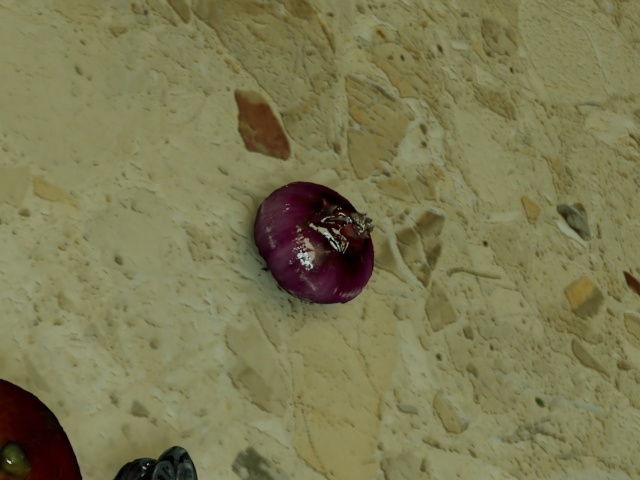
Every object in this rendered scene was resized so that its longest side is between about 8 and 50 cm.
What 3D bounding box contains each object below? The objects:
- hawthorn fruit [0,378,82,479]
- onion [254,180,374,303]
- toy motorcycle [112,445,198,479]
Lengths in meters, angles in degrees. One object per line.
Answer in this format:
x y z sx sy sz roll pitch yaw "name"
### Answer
-0.227 0.159 0.671 0.169 0.188 0.169 13 55 -20 "hawthorn fruit"
0.000 0.000 0.918 0.115 0.104 0.115 27 52 -39 "onion"
-0.092 0.276 0.737 0.157 0.091 0.263 27 56 -44 "toy motorcycle"
